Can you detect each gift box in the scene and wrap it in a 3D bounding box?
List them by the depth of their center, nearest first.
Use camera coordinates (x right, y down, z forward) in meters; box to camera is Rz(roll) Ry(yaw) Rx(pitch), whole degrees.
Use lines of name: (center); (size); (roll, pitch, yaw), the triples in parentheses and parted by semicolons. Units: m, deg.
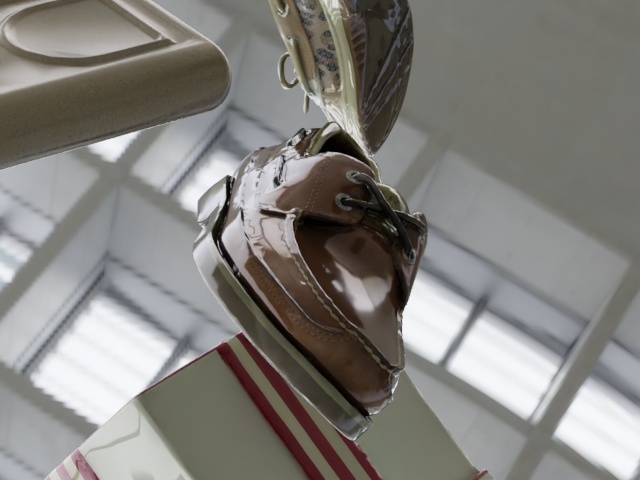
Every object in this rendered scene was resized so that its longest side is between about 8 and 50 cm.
gift box: (-0.039, 0.220, 1.229); (0.255, 0.276, 0.258); (-30, -100, -41)

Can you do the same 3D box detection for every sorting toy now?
sorting toy: (-0.229, -0.087, 0.846); (0.307, 0.041, 0.229); (-19, -138, -31)

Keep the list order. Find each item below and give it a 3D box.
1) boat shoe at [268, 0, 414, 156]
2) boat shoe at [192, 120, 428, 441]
boat shoe: (0.008, -0.182, 1.361); (0.089, 0.285, 0.104); (15, -126, 24)
boat shoe: (0.000, 0.000, 0.929); (0.104, 0.307, 0.111); (-39, -67, 5)
